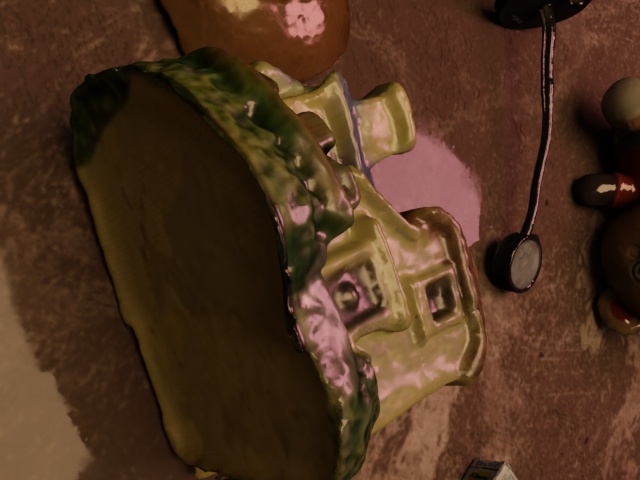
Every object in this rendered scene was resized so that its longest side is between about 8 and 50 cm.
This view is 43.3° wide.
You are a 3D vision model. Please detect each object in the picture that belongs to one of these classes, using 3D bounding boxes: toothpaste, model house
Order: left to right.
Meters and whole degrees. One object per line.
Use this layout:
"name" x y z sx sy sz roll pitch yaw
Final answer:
"model house" 0.000 0.000 0.618 0.266 0.261 0.321 -22 98 -39
"toothpaste" 0.211 0.298 0.838 0.034 0.046 0.164 -44 107 -31

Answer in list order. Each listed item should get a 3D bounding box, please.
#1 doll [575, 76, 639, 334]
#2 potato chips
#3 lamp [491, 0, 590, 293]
"doll" 0.439 -0.043 0.994 0.174 0.235 0.329 42 44 -70
"potato chips" -0.047 -0.233 0.749 0.208 0.062 0.195 19 68 -29
"lamp" 0.234 -0.128 0.942 0.130 0.109 0.371 7 92 -47
